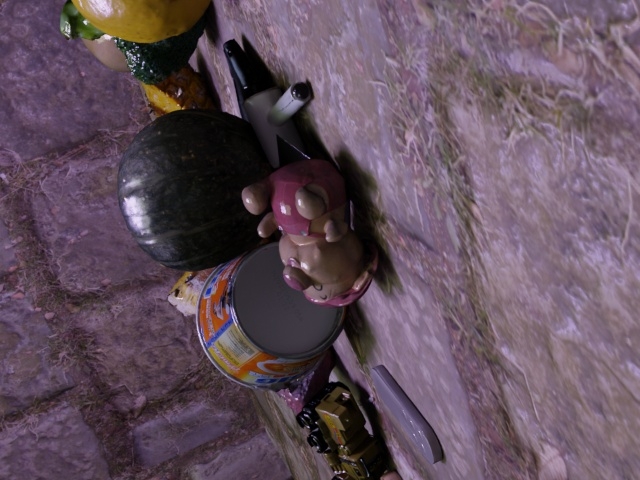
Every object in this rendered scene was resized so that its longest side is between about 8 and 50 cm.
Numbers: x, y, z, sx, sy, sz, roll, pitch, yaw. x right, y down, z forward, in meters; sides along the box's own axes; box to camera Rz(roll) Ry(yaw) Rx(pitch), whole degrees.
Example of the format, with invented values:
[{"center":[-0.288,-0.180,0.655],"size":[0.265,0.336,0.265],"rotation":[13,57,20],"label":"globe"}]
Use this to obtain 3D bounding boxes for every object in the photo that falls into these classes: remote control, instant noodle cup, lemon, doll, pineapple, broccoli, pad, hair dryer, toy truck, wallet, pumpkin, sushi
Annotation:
[{"center":[0.150,0.306,1.721],"size":[0.245,0.022,0.077],"rotation":[-131,24,-54],"label":"remote control"},{"center":[-0.084,0.129,1.857],"size":[0.296,0.296,0.214],"rotation":[66,159,8],"label":"instant noodle cup"},{"center":[-0.324,-0.495,1.720],"size":[0.297,0.297,0.297],"rotation":[158,90,-78],"label":"lemon"},{"center":[-0.003,0.002,1.520],"size":[0.255,0.152,0.196],"rotation":[65,173,-31],"label":"doll"},{"center":[-0.307,-0.327,2.356],"size":[0.161,0.158,0.334],"rotation":[20,153,17],"label":"pineapple"},{"center":[-0.381,-0.479,2.004],"size":[0.297,0.297,0.297],"rotation":[6,-90,-82],"label":"broccoli"},{"center":[-0.011,-0.063,1.663],"size":[0.170,0.006,0.245],"rotation":[37,155,25],"label":"pad"},{"center":[-0.171,0.056,2.371],"size":[0.209,0.286,0.344],"rotation":[44,133,-15],"label":"pineapple"},{"center":[-0.052,-0.210,1.618],"size":[0.131,0.073,0.236],"rotation":[66,159,2],"label":"hair dryer"},{"center":[0.065,0.429,2.052],"size":[0.127,0.127,0.257],"rotation":[9,131,48],"label":"toy truck"},{"center":[-0.123,-0.229,1.875],"size":[0.318,0.045,0.172],"rotation":[77,167,-47],"label":"wallet"},{"center":[-0.211,-0.097,1.731],"size":[0.327,0.258,0.291],"rotation":[-72,-30,-73],"label":"pumpkin"},{"center":[-0.032,0.292,2.164],"size":[0.241,0.161,0.107],"rotation":[34,150,54],"label":"sushi"}]

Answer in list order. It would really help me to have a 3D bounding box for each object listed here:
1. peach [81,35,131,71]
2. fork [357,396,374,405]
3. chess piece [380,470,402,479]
[{"center":[-0.479,-0.566,2.367],"size":[0.292,0.248,0.292],"rotation":[-174,90,-72],"label":"peach"},{"center":[0.098,0.334,2.020],"size":[0.016,0.012,0.115],"rotation":[62,162,7],"label":"fork"},{"center":[0.157,0.527,2.040],"size":[0.083,0.038,0.083],"rotation":[157,90,-80],"label":"chess piece"}]
